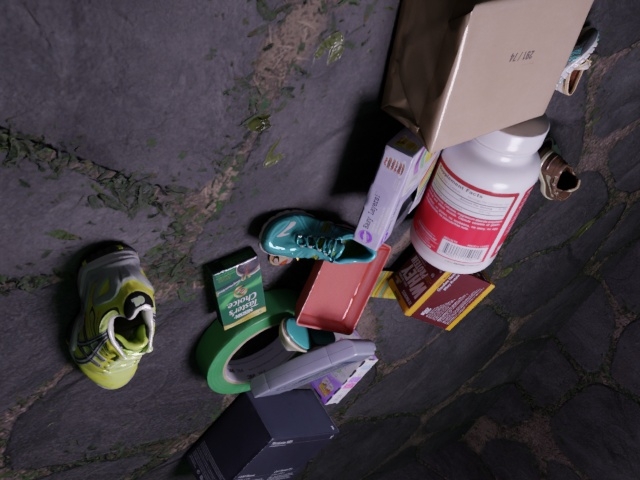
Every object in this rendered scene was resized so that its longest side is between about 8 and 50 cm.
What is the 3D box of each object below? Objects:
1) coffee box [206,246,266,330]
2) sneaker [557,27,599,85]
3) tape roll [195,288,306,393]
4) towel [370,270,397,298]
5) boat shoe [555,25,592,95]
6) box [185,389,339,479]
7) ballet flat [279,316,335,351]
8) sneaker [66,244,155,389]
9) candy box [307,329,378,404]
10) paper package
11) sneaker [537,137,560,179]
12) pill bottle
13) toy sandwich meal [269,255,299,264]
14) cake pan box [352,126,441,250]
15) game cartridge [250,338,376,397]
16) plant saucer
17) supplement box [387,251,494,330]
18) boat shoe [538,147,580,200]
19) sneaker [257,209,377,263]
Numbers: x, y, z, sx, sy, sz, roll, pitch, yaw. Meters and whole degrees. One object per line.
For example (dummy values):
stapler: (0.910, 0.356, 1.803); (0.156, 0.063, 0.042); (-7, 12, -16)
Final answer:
coffee box: (-0.183, 0.108, 1.367); (0.113, 0.040, 0.184); (-23, 137, -22)
sneaker: (0.556, -0.424, 1.408); (0.076, 0.065, 0.166); (38, 108, -14)
tape roll: (-0.155, 0.259, 1.572); (0.321, 0.077, 0.321); (-25, 145, -19)
towel: (0.245, 0.135, 1.795); (0.237, 0.021, 0.102); (7, 130, -27)
boat shoe: (0.617, -0.425, 1.478); (0.063, 0.059, 0.170); (-21, 144, -25)
box: (-0.175, 0.630, 1.923); (0.312, 0.179, 0.343); (-47, 147, 17)
ballet flat: (-0.049, 0.244, 1.521); (0.086, 0.086, 0.248); (-45, 148, 12)
sneaker: (-0.395, 0.187, 1.183); (0.145, 0.147, 0.384); (-18, 144, -31)
candy box: (0.046, 0.350, 1.798); (0.070, 0.164, 0.196); (12, 123, -51)
paper package: (0.308, -0.358, 1.155); (0.325, 0.168, 0.309); (-21, 142, -26)
sneaker: (0.552, -0.185, 1.705); (0.258, 0.094, 0.091); (-46, 139, -3)
pill bottle: (0.369, -0.130, 1.450); (0.229, 0.229, 0.407); (-18, 143, -28)
toy sandwich meal: (-0.078, 0.032, 1.404); (0.086, 0.029, 0.085); (-25, 146, -19)
cake pan box: (0.177, -0.134, 1.319); (0.246, 0.070, 0.266); (-41, 157, -46)
game cartridge: (-0.021, 0.319, 1.561); (0.297, 0.062, 0.198); (-26, 158, 16)
plant saucer: (0.050, 0.098, 1.531); (0.259, 0.048, 0.258); (22, 93, -53)
supplement box: (0.332, 0.122, 1.716); (0.194, 0.129, 0.191); (22, 119, -35)
boat shoe: (0.649, -0.156, 1.669); (0.095, 0.095, 0.257); (-55, 143, 7)
sneaker: (0.000, 0.000, 1.327); (0.276, 0.110, 0.106); (5, 103, -30)
